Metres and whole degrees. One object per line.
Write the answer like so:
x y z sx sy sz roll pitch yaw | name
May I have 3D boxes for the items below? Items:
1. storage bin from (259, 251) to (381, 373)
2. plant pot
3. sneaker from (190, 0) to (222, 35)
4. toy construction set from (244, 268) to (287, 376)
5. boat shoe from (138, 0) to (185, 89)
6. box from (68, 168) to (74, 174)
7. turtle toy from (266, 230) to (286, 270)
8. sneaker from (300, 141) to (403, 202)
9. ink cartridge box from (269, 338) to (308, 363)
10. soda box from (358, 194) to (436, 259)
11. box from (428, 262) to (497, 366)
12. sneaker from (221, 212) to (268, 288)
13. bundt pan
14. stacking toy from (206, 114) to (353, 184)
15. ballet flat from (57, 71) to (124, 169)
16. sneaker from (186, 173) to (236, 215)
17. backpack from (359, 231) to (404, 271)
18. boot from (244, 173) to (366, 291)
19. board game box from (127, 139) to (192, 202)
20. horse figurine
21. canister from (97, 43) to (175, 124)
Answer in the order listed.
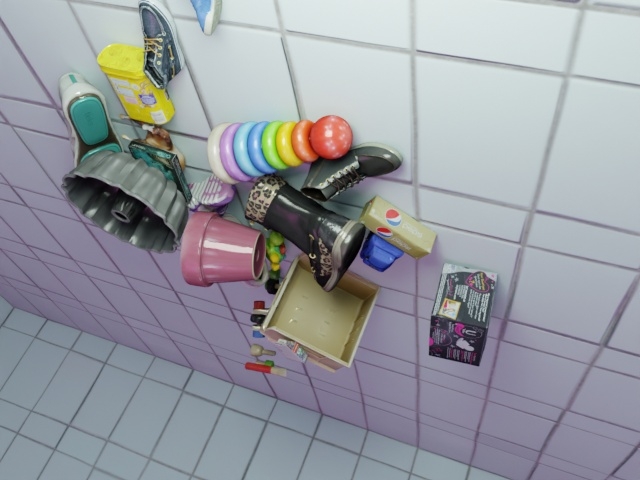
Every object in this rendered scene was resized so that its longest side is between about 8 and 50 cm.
-0.002 0.203 1.828 0.260 0.262 0.123 28 153 -6 | storage bin
-0.244 0.030 1.659 0.180 0.201 0.201 7 148 9 | plant pot
-0.223 -0.442 1.133 0.084 0.058 0.152 17 147 1 | sneaker
-0.084 0.285 2.014 0.237 0.309 0.257 7 155 20 | toy construction set
-0.328 -0.392 1.272 0.065 0.083 0.183 13 149 19 | boat shoe
-0.686 -0.153 1.987 0.207 0.036 0.114 41 147 -27 | box
-0.133 0.020 1.818 0.095 0.066 0.130 51 160 22 | turtle toy
0.066 -0.137 1.359 0.222 0.118 0.083 0 143 38 | sneaker
-0.086 0.294 1.739 0.062 0.029 0.115 5 147 35 | ink cartridge box
0.184 -0.029 1.510 0.181 0.061 0.058 31 150 -13 | soda box
0.367 0.194 1.637 0.142 0.163 0.247 12 149 15 | box
-0.217 0.027 1.803 0.252 0.103 0.111 57 159 -16 | sneaker
-0.480 -0.108 1.624 0.330 0.124 0.331 20 152 11 | bundt pan
-0.079 -0.202 1.367 0.330 0.141 0.141 -2 142 31 | stacking toy
-0.598 -0.275 1.647 0.139 0.139 0.400 22 147 5 | ballet flat
-0.284 -0.111 1.707 0.104 0.095 0.236 36 155 -30 | sneaker
0.148 0.025 1.588 0.098 0.101 0.120 34 154 -3 | backpack
-0.044 -0.017 1.611 0.284 0.138 0.377 33 164 7 | boot
-0.404 -0.172 1.613 0.126 0.026 0.186 17 152 13 | board game box
-0.416 -0.227 1.633 0.174 0.066 0.263 17 150 24 | horse figurine
-0.407 -0.345 1.421 0.126 0.073 0.170 15 151 17 | canister
